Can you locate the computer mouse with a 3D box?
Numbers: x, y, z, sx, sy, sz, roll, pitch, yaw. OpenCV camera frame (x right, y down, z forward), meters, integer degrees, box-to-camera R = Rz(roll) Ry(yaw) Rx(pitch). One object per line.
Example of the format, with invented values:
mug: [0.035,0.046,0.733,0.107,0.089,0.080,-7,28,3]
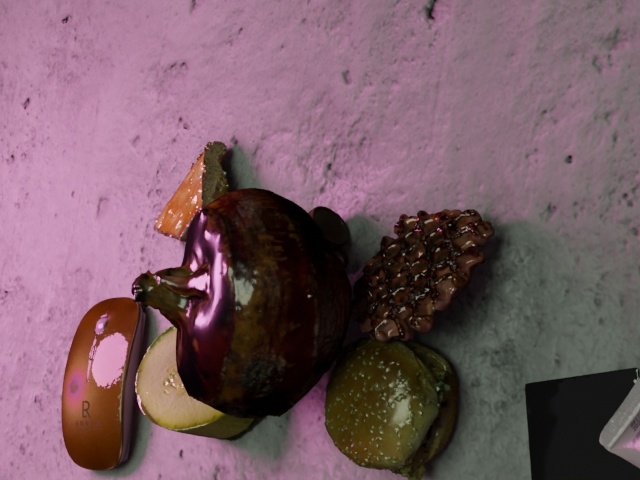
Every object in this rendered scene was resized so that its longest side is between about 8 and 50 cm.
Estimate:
computer mouse: [-0.387,0.251,2.112,0.158,0.071,0.311,-5,73,37]

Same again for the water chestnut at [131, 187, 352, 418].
water chestnut: [-0.124,0.092,1.721,0.350,0.302,0.351,-178,90,-69]

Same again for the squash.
squash: [-0.181,0.208,1.922,0.220,0.133,0.220,-15,63,32]

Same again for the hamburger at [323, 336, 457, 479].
hamburger: [0.087,0.227,1.689,0.215,0.122,0.189,30,97,43]

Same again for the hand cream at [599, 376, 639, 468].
hand cream: [0.462,0.272,1.388,0.140,0.089,0.314,-55,46,11]

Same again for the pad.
pad: [0.346,0.295,1.529,0.170,0.006,0.246,-15,67,37]

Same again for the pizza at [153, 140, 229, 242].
pizza: [-0.216,-0.047,2.063,0.204,0.080,0.188,-49,28,30]

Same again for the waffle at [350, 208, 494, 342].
waffle: [0.136,0.048,1.698,0.221,0.055,0.234,2,53,52]

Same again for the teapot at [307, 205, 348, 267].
teapot: [0.000,0.000,1.868,0.121,0.076,0.068,52,125,6]
